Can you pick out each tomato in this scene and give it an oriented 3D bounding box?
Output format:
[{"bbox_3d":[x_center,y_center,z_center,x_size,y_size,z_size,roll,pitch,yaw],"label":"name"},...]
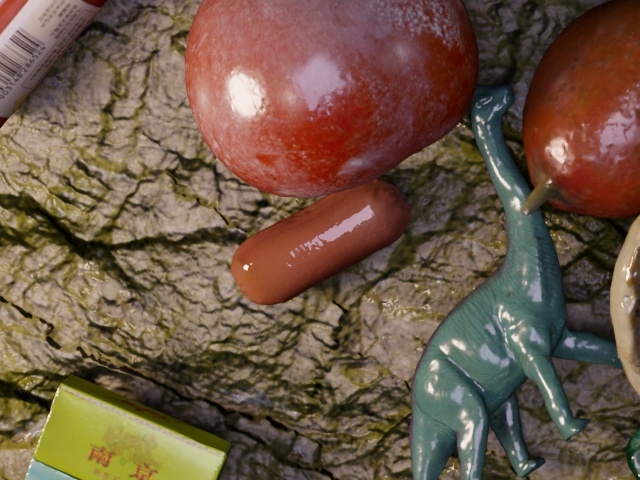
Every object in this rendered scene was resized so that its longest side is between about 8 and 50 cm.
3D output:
[{"bbox_3d":[0.002,-0.169,1.472,0.270,0.270,0.227,-18,115,11],"label":"tomato"}]

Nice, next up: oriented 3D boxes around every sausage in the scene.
[{"bbox_3d":[0.000,0.000,1.615,0.194,0.077,0.077,-30,95,12],"label":"sausage"}]

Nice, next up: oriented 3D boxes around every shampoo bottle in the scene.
[{"bbox_3d":[-0.276,-0.238,1.590,0.104,0.104,0.278,42,104,-2],"label":"shampoo bottle"}]

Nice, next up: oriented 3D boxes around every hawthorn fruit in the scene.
[{"bbox_3d":[0.271,-0.101,1.477,0.251,0.199,0.199,-44,93,-16],"label":"hawthorn fruit"}]

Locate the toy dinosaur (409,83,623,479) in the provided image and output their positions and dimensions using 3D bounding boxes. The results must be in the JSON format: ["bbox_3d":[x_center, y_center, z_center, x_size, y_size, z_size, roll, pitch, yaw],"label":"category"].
[{"bbox_3d":[0.134,0.079,1.614,0.383,0.129,0.331,-41,76,21],"label":"toy dinosaur"}]

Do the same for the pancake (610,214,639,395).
[{"bbox_3d":[0.415,0.013,1.467,0.387,0.082,0.387,-14,117,-29],"label":"pancake"}]

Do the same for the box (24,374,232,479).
[{"bbox_3d":[-0.237,0.325,1.681,0.187,0.047,0.335,23,102,3],"label":"box"}]

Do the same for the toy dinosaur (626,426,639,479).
[{"bbox_3d":[0.397,0.071,1.584,0.129,0.076,0.383,12,89,-3],"label":"toy dinosaur"}]
